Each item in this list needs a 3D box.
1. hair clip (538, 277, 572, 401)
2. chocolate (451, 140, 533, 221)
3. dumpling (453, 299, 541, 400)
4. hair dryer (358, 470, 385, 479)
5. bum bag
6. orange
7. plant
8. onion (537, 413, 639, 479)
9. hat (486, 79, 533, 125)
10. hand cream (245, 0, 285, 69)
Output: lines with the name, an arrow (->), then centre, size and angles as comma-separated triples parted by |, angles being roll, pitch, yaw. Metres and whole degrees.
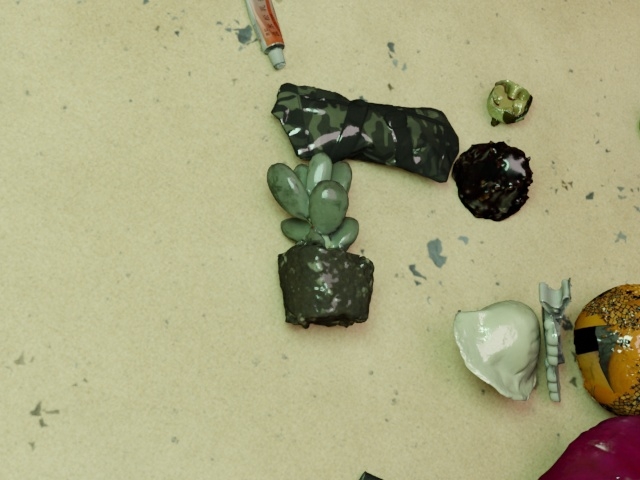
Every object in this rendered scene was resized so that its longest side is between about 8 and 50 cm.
hair clip -> 0.392, 0.153, 1.678 | 0.054, 0.220, 0.140 | -5, 45, 8
chocolate -> 0.320, -0.115, 1.742 | 0.156, 0.133, 0.156 | 5, 76, -19
dumpling -> 0.305, 0.184, 1.650 | 0.126, 0.216, 0.166 | -16, 71, 14
hair dryer -> 0.114, 0.484, 1.544 | 0.196, 0.075, 0.219 | 27, 75, -1
bum bag -> 0.082, -0.181, 1.694 | 0.341, 0.095, 0.144 | 9, 57, -19
orange -> 0.546, 0.189, 1.722 | 0.234, 0.182, 0.234 | 13, 60, -25
plant -> 0.002, 0.001, 1.587 | 0.146, 0.149, 0.274 | 0, 77, -37
onion -> 0.548, 0.454, 1.511 | 0.398, 0.420, 0.398 | 8, 73, -25
hat -> 0.338, -0.244, 1.825 | 0.076, 0.059, 0.077 | 27, 61, 6
hand cream -> -0.098, -0.392, 1.721 | 0.052, 0.038, 0.216 | -3, 71, -49
